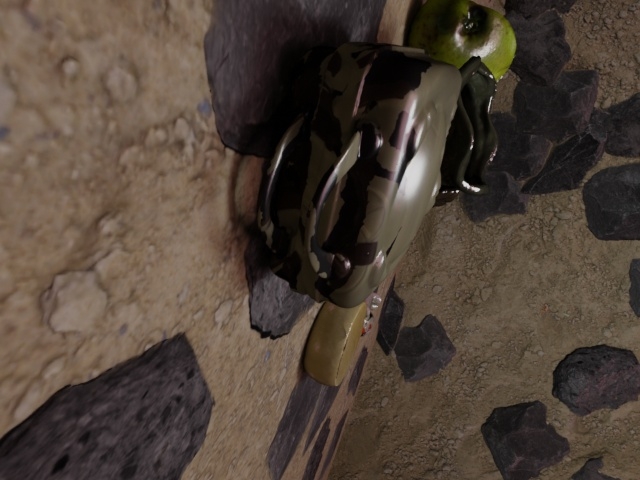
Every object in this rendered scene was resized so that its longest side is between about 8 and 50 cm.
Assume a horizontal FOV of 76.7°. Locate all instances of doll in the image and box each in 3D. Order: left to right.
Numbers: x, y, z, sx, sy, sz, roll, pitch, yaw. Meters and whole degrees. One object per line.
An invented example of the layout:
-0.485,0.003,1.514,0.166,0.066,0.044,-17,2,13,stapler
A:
0.137,0.259,1.388,0.149,0.095,0.192,-39,148,-49,doll

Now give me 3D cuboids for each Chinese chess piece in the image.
0.043,0.260,1.084,0.251,0.097,0.251,19,90,-74,Chinese chess piece

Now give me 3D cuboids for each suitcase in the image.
0.055,-0.079,0.556,0.339,0.193,0.352,-34,141,-54,suitcase

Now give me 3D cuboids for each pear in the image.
0.331,-0.450,0.946,0.164,0.238,0.255,-69,166,16,pear

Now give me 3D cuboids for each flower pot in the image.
0.218,-0.203,0.799,0.301,0.213,0.302,-7,98,-56,flower pot
